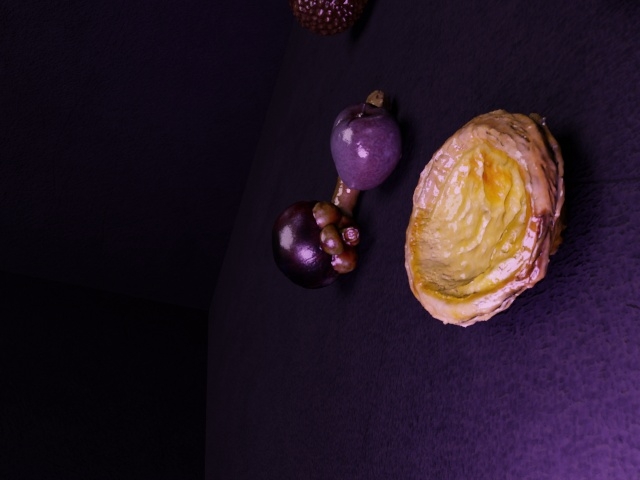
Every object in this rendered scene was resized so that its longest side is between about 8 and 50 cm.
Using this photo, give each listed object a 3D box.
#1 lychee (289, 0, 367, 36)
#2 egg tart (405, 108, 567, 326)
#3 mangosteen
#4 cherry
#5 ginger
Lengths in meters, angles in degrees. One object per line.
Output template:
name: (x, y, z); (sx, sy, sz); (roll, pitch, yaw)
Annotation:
lychee: (0.014, -0.711, 1.617); (0.267, 0.267, 0.267); (-166, 90, -74)
egg tart: (0.200, -0.025, 0.700); (0.279, 0.095, 0.279); (-166, 90, -69)
mangosteen: (0.000, 0.000, 1.228); (0.230, 0.194, 0.194); (-25, 49, 38)
cherry: (0.089, -0.182, 1.126); (0.176, 0.140, 0.176); (175, 90, -90)
ginger: (0.084, -0.183, 1.268); (0.118, 0.065, 0.299); (-82, 12, -74)
